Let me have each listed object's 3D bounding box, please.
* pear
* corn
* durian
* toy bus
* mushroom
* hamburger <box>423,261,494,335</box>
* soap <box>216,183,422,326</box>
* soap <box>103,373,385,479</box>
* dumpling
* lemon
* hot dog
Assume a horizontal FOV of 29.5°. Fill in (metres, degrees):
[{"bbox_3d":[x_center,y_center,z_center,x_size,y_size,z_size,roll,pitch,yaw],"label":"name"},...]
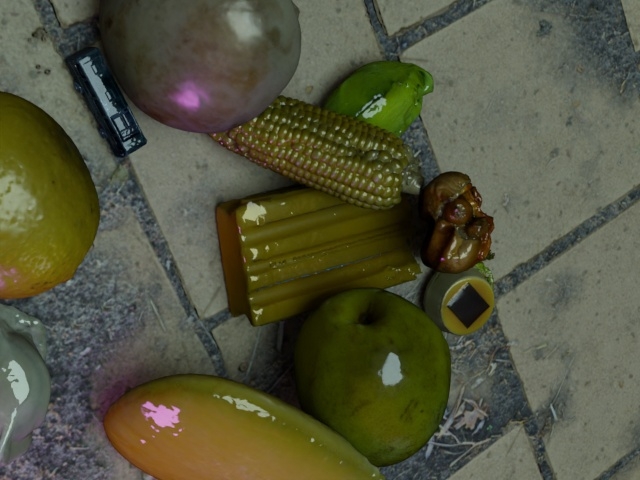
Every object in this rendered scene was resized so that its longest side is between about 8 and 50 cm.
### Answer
[{"bbox_3d":[0.079,0.220,1.898,0.252,0.253,0.307,-19,130,-27],"label":"pear"},{"bbox_3d":[-0.006,-0.140,1.849,0.346,0.130,0.130,19,89,0],"label":"corn"},{"bbox_3d":[0.084,-0.216,1.969,0.250,0.101,0.139,-44,151,-15],"label":"durian"},{"bbox_3d":[-0.308,-0.198,1.754,0.047,0.065,0.166,-35,114,-22],"label":"toy bus"},{"bbox_3d":[-0.160,-0.311,1.740,0.290,0.297,0.298,-52,128,-57],"label":"mushroom"},{"bbox_3d":[0.244,0.097,2.130,0.126,0.081,0.141,26,97,-30],"label":"hamburger"},{"bbox_3d":[0.001,0.000,1.956,0.324,0.096,0.204,-14,106,-29],"label":"soap"},{"bbox_3d":[-0.120,0.322,1.843,0.427,0.306,0.115,32,51,-26],"label":"soap"},{"bbox_3d":[-0.433,0.202,1.731,0.151,0.124,0.229,1,91,-69],"label":"dumpling"},{"bbox_3d":[-0.424,-0.056,1.605,0.260,0.260,0.284,-36,137,-21],"label":"lemon"},{"bbox_3d":[0.219,-0.023,1.950,0.117,0.349,0.158,-2,87,3],"label":"hot dog"}]
